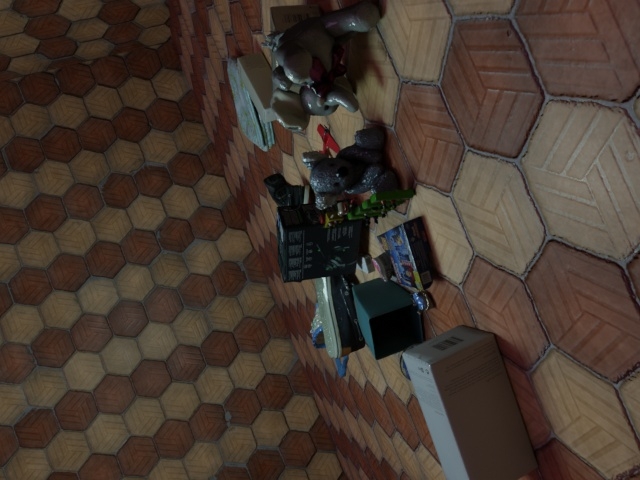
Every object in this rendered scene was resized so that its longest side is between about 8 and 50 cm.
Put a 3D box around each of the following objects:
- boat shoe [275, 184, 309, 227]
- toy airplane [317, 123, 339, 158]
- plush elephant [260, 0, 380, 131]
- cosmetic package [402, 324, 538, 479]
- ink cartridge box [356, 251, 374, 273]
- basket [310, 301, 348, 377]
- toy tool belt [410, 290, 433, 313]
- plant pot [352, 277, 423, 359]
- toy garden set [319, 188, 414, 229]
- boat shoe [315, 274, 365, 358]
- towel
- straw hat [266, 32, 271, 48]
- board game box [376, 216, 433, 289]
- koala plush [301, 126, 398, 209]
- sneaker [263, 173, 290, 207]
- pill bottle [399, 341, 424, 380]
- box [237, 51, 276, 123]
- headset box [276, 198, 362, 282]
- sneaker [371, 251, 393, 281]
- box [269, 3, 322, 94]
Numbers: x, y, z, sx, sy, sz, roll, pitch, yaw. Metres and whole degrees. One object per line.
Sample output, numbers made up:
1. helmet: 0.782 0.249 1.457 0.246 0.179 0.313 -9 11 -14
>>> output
1. boat shoe: -0.127 -0.068 2.083 0.127 0.113 0.339 -119 39 -77
2. toy airplane: 0.017 -0.328 1.725 0.151 0.028 0.151 55 158 35
3. plush elephant: 0.000 -0.419 1.296 0.330 0.272 0.255 25 154 51
4. cosmetic package: 0.372 0.424 1.262 0.365 0.197 0.155 72 163 -6
5. ink cartridge box: 0.150 0.074 1.799 0.115 0.029 0.062 25 134 67
6. basket: 0.066 0.416 2.161 0.254 0.201 0.288 95 159 -53
7. toy tool belt: 0.286 0.168 1.456 0.083 0.051 0.052 64 162 16
8. plant pot: 0.199 0.229 1.630 0.234 0.166 0.165 -125 20 -60
9. toy garden set: 0.120 -0.078 1.401 0.244 0.204 0.049 143 119 -73
10. boat shoe: 0.073 0.209 1.996 0.187 0.156 0.499 120 142 -71
11. towel: -0.327 -0.627 2.312 0.320 0.090 0.374 47 152 49
12. straw hat: -0.155 -0.696 1.754 0.144 0.061 0.144 57 159 36
13. board game box: 0.238 0.030 1.426 0.194 0.060 0.194 12 122 71
14. koala plush: 0.065 -0.188 1.416 0.196 0.221 0.203 71 163 -8
15. sneaker: -0.174 -0.205 2.365 0.286 0.109 0.130 -121 9 -50
16. pill bottle: 0.329 0.372 1.448 0.122 0.123 0.219 71 163 -6
17. box: -0.229 -0.609 2.002 0.094 0.113 0.275 109 138 -65
18. headset box: 0.000 0.000 1.724 0.131 0.283 0.246 -110 16 -47
19. sneaker: 0.212 0.077 1.566 0.063 0.075 0.170 60 -176 25
20. box: -0.073 -0.533 1.521 0.311 0.148 0.121 93 167 -56
